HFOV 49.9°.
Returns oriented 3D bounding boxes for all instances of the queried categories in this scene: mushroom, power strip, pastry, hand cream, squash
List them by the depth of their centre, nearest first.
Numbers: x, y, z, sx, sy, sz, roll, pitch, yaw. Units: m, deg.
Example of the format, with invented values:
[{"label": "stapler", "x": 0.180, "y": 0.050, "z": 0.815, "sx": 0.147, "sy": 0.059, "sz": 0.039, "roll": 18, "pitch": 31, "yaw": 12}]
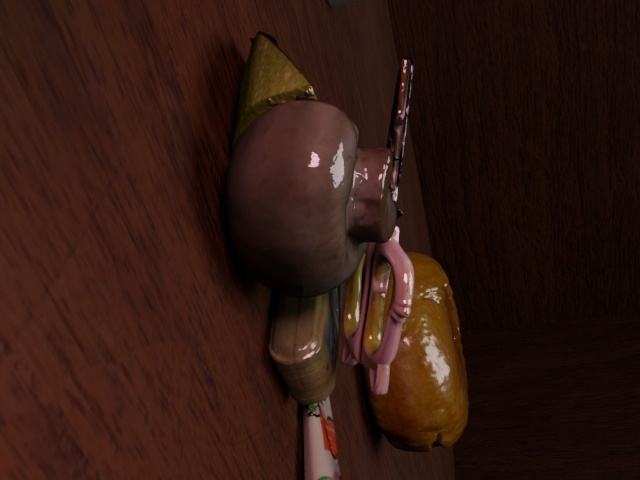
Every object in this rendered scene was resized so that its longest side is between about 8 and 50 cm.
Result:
[{"label": "mushroom", "x": -0.015, "y": -0.016, "z": 0.577, "sx": 0.188, "sy": 0.141, "sz": 0.117, "roll": 75, "pitch": 32, "yaw": -54}, {"label": "squash", "x": -0.047, "y": -0.095, "z": 0.651, "sx": 0.184, "sy": 0.085, "sz": 0.192, "roll": 51, "pitch": -10, "yaw": 45}, {"label": "hand cream", "x": 0.002, "y": 0.241, "z": 0.711, "sx": 0.080, "sy": 0.050, "sz": 0.234, "roll": 57, "pitch": 22, "yaw": -50}, {"label": "power strip", "x": 0.000, "y": 0.000, "z": 0.785, "sx": 0.388, "sy": 0.066, "sz": 0.092, "roll": -85, "pitch": 165, "yaw": -45}, {"label": "pastry", "x": 0.164, "y": 0.187, "z": 1.186, "sx": 0.356, "sy": 0.163, "sz": 0.356, "roll": -6, "pitch": 90, "yaw": -75}]

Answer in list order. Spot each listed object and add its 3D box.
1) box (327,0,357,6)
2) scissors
[{"label": "box", "x": 0.036, "y": -0.547, "z": 1.138, "sx": 0.225, "sy": 0.117, "sz": 0.225, "roll": 7, "pitch": 76, "yaw": -77}, {"label": "scissors", "x": 0.060, "y": -0.017, "z": 0.671, "sx": 0.160, "sy": 0.024, "sz": 0.318, "roll": -151, "pitch": -113, "yaw": -71}]
